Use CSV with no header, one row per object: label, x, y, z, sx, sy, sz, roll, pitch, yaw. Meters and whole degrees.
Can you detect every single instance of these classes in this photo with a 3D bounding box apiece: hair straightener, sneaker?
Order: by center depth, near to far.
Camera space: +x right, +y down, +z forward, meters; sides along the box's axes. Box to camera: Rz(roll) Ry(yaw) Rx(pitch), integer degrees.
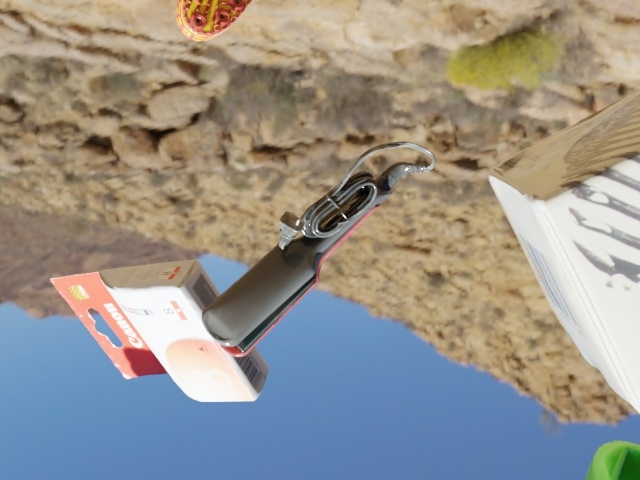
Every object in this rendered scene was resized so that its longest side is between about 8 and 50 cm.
hair straightener,0.000,0.000,0.772,0.230,0.047,0.089,-39,163,-4
sneaker,-0.089,-0.236,0.851,0.064,0.175,0.067,28,147,-24

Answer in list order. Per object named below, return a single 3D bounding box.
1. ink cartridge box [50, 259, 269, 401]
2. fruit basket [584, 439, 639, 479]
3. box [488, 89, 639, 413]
ink cartridge box,-0.155,0.088,0.901,0.179,0.145,0.045,-9,-143,29
fruit basket,0.291,0.213,0.364,0.392,0.392,0.283,-12,-143,8
box,0.211,-0.045,0.373,0.275,0.094,0.113,-28,-171,4
